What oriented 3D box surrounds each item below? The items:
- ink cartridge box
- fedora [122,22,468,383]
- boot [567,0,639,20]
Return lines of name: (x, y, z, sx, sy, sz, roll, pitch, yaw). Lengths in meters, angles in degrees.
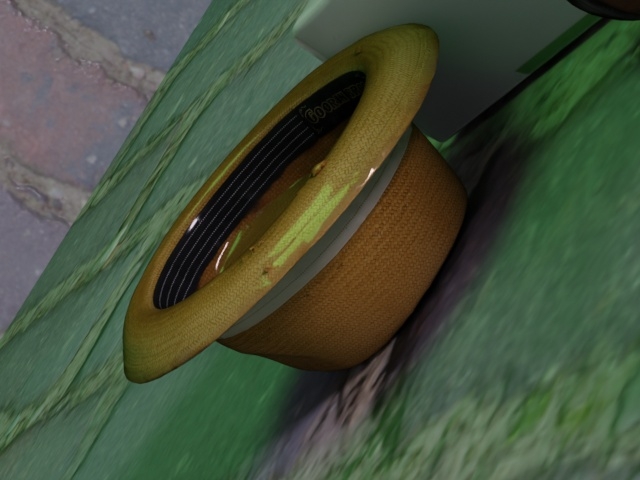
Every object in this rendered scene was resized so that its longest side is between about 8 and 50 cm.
ink cartridge box: (0.095, -0.176, 0.859, 0.160, 0.092, 0.219, -38, 21, 54)
fedora: (0.000, 0.000, 0.794, 0.194, 0.079, 0.194, -45, 16, 17)
boot: (0.113, -0.203, 0.571, 0.280, 0.096, 0.264, -1, -77, -90)
